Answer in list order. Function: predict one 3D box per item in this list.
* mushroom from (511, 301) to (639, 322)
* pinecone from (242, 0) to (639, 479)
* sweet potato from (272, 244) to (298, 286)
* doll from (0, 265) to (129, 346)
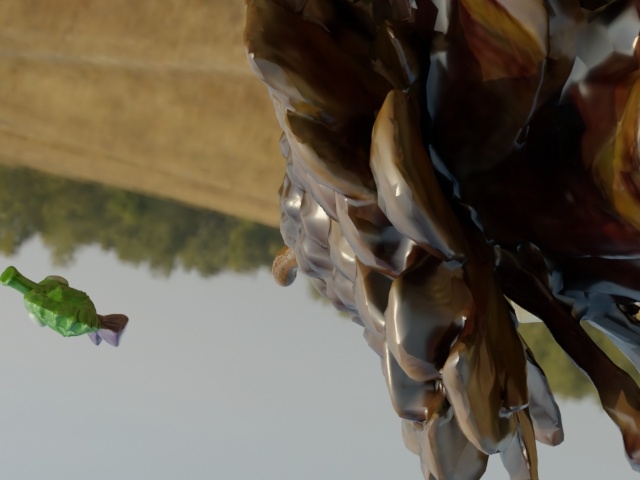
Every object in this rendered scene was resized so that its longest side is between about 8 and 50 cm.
[{"bbox_3d":[0.384,-0.043,1.623,0.356,0.315,0.315,14,179,29],"label":"mushroom"},{"bbox_3d":[0.150,-0.064,0.717,0.384,0.384,0.384,16,180,0],"label":"pinecone"},{"bbox_3d":[0.004,0.000,1.159,0.044,0.044,0.179,16,161,-18],"label":"sweet potato"},{"bbox_3d":[-0.228,0.060,1.330,0.115,0.050,0.190,24,175,-17],"label":"doll"}]
